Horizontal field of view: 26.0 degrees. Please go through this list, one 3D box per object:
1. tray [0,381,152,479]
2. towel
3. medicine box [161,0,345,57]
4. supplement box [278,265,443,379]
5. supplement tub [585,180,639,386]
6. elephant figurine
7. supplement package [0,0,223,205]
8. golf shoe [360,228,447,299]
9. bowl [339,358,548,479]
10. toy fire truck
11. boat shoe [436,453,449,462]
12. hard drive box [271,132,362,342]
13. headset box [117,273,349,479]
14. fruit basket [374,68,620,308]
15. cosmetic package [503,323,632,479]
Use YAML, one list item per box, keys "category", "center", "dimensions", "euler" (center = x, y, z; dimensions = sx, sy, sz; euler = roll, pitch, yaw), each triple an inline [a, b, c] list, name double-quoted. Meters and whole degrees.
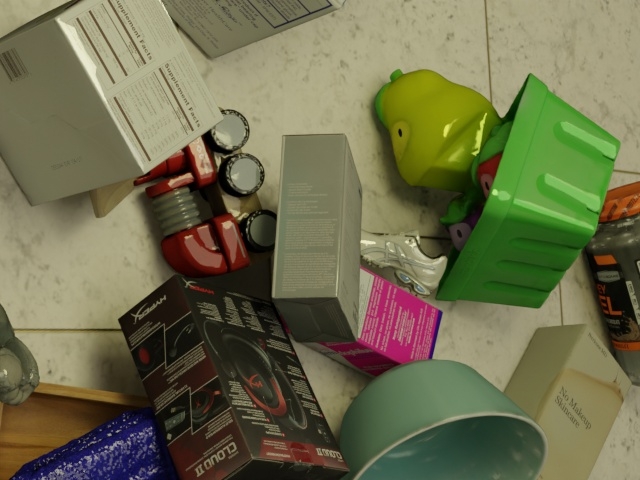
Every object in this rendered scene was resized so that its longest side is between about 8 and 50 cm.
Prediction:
- category: "tray"
  center: [-0.252, 0.298, 1.743]
  dimensions: [0.410, 0.076, 0.203]
  euler: [14, 75, -38]
- category: "towel"
  center: [-0.228, 0.376, 1.653]
  dimensions: [0.227, 0.076, 0.308]
  euler: [-26, 101, -41]
- category: "medicine box"
  center: [-0.054, -0.416, 1.885]
  dimensions: [0.149, 0.289, 0.264]
  euler: [46, 57, -26]
- category: "supplement box"
  center: [0.058, 0.116, 2.018]
  dimensions: [0.220, 0.111, 0.114]
  euler: [30, 64, -34]
- category: "supplement tub"
  center: [0.588, 0.071, 2.429]
  dimensions: [0.207, 0.207, 0.338]
  euler: [-22, 98, -41]
- category: "elephant figurine"
  center: [-0.450, 0.171, 1.549]
  dimensions: [0.169, 0.239, 0.186]
  euler: [50, 9, 7]
- category: "supplement package"
  center: [-0.283, -0.178, 1.663]
  dimensions: [0.145, 0.261, 0.204]
  euler: [-40, 109, -38]
- category: "golf shoe"
  center: [0.109, 0.009, 2.068]
  dimensions: [0.176, 0.069, 0.086]
  euler: [33, 102, -3]
- category: "bowl"
  center: [0.152, 0.287, 1.985]
  dimensions: [0.311, 0.311, 0.163]
  euler: [21, 32, -37]
- category: "toy fire truck"
  center: [-0.192, -0.046, 1.820]
  dimensions: [0.246, 0.158, 0.217]
  euler: [-20, 93, -24]
- category: "boat shoe"
  center: [0.226, 0.414, 2.142]
  dimensions: [0.219, 0.077, 0.070]
  euler: [54, 52, -23]
- category: "hard drive box"
  center: [0.000, 0.000, 1.849]
  dimensions: [0.181, 0.089, 0.232]
  euler: [69, 22, -65]
- category: "headset box"
  center: [-0.101, 0.206, 1.720]
  dimensions: [0.218, 0.110, 0.293]
  euler: [20, 38, -55]
- category: "fruit basket"
  center: [0.229, -0.096, 2.096]
  dimensions: [0.392, 0.392, 0.283]
  euler: [38, 59, -30]
- category: "cosmetic package"
  center: [0.377, 0.303, 2.270]
  dimensions: [0.160, 0.113, 0.309]
  euler: [49, 56, -24]
